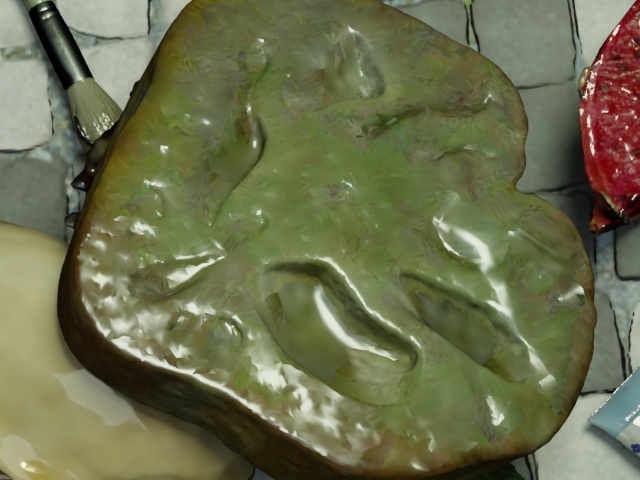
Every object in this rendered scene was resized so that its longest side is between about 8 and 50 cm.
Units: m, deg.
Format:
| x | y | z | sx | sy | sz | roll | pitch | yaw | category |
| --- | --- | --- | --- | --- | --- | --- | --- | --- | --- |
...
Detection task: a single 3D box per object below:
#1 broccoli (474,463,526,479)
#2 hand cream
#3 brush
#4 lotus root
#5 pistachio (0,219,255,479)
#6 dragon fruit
| x | y | z | sx | sy | sz | roll | pitch | yaw | category |
| --- | --- | --- | --- | --- | --- | --- | --- | --- | --- |
| 0.138 | 0.294 | 0.923 | 0.302 | 0.186 | 0.254 | 42 | 48 | 3 | broccoli |
| 0.288 | 0.176 | 0.988 | 0.170 | 0.043 | 0.065 | 44 | 81 | 7 | hand cream |
| -0.229 | -0.194 | 1.015 | 0.042 | 0.039 | 0.299 | -29 | 86 | -1 | brush |
| 0.000 | 0.000 | 0.887 | 0.375 | 0.111 | 0.390 | -21 | 73 | -26 | lotus root |
| -0.188 | 0.095 | 0.930 | 0.318 | 0.214 | 0.193 | 38 | 129 | 9 | pistachio |
| 0.286 | -0.120 | 0.969 | 0.274 | 0.161 | 0.126 | -42 | 68 | 9 | dragon fruit |
